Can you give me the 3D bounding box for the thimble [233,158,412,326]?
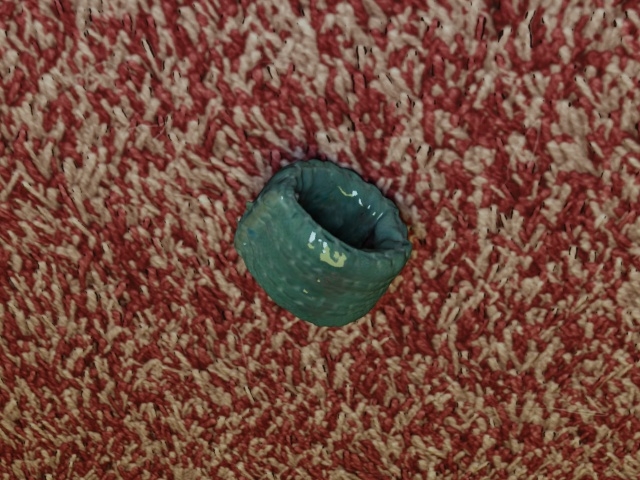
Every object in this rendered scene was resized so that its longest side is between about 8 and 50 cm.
[{"bbox_3d":[0.000,0.000,1.345,0.235,0.198,0.143,22,128,-17],"label":"thimble"}]
